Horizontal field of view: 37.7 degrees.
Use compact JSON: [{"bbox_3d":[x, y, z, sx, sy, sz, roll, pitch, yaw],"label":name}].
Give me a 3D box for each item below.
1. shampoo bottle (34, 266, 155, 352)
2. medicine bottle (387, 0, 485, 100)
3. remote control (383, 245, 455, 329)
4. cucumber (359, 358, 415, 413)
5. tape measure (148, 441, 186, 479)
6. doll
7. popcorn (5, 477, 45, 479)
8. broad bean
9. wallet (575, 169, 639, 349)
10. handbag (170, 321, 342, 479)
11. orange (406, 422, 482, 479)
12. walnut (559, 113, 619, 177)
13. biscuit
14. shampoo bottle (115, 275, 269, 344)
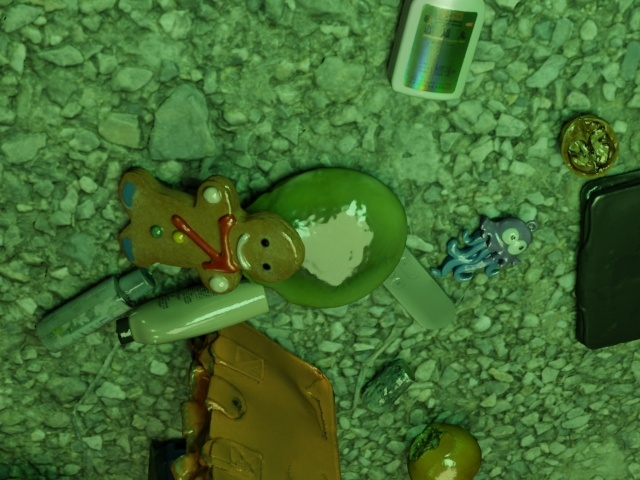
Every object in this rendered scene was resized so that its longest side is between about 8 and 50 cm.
[{"bbox_3d":[-0.377,0.113,1.579,0.214,0.072,0.072,-30,122,10],"label":"shampoo bottle"},{"bbox_3d":[0.177,-0.318,1.377,0.115,0.078,0.219,6,122,-11],"label":"medicine bottle"},{"bbox_3d":[0.159,0.074,1.664,0.077,0.022,0.245,-33,121,15],"label":"remote control"},{"bbox_3d":[0.129,0.273,1.770,0.064,0.064,0.112,31,111,-25],"label":"cucumber"},{"bbox_3d":[-0.242,0.547,1.783,0.138,0.262,0.259,-5,125,-17],"label":"tape measure"},{"bbox_3d":[0.284,0.018,1.624,0.206,0.067,0.110,-30,114,23],"label":"doll"},{"bbox_3d":[-0.577,0.623,1.756,0.293,0.292,0.334,-9,119,3],"label":"popcorn"},{"bbox_3d":[0.000,0.000,1.530,0.291,0.119,0.238,-12,108,-1],"label":"broad bean"},{"bbox_3d":[0.556,0.045,1.689,0.197,0.051,0.378,-13,125,-4],"label":"wallet"},{"bbox_3d":[-0.098,0.337,1.568,0.116,0.410,0.303,-39,121,24],"label":"handbag"},{"bbox_3d":[0.239,0.430,1.841,0.134,0.154,0.155,44,114,15],"label":"orange"},{"bbox_3d":[0.434,-0.161,1.535,0.091,0.052,0.121,-25,121,10],"label":"walnut"},{"bbox_3d":[-0.178,-0.008,1.460,0.324,0.049,0.205,15,123,15],"label":"biscuit"},{"bbox_3d":[-0.218,0.121,1.578,0.256,0.127,0.078,-13,113,-6],"label":"shampoo bottle"}]
